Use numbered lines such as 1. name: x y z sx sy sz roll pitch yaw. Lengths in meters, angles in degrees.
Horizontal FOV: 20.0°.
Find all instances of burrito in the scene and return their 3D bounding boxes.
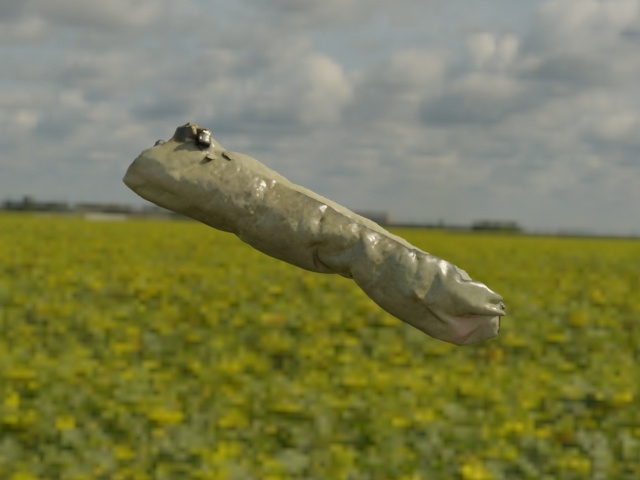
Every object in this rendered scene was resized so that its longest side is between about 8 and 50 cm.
1. burrito: 0.000 0.000 0.835 0.185 0.041 0.045 26 -16 1
